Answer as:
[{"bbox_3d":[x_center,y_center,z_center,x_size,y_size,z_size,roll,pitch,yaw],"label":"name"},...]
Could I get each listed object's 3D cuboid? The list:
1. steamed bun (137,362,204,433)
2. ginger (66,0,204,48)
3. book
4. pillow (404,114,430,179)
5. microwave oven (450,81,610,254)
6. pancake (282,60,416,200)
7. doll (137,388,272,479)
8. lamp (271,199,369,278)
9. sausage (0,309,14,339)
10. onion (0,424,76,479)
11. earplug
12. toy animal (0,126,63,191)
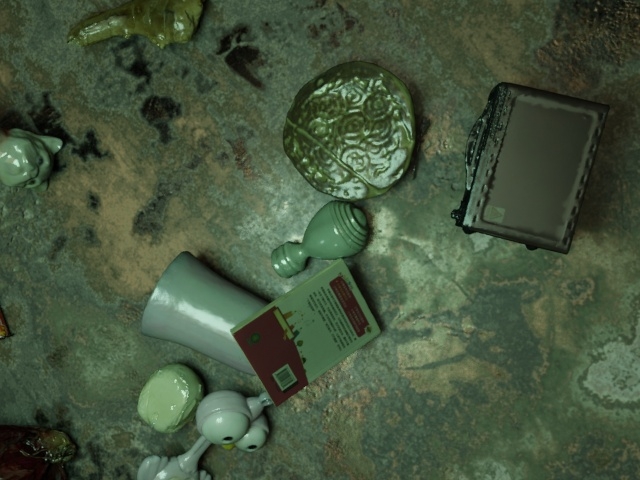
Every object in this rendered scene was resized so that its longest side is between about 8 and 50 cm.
[{"bbox_3d":[-0.280,0.294,1.206,0.112,0.091,0.130,35,98,17],"label":"steamed bun"},{"bbox_3d":[-0.320,-0.428,1.200,0.333,0.081,0.148,-11,85,11],"label":"ginger"},{"bbox_3d":[-0.020,0.157,1.091,0.231,0.022,0.162,-33,109,-16],"label":"book"},{"bbox_3d":[0.100,-0.194,1.140,0.185,0.043,0.118,21,99,11],"label":"pillow"},{"bbox_3d":[0.325,-0.114,1.028,0.188,0.178,0.248,14,94,11],"label":"microwave oven"},{"bbox_3d":[0.053,-0.195,1.118,0.250,0.031,0.250,0,91,20],"label":"pancake"},{"bbox_3d":[-0.222,0.395,1.178,0.365,0.094,0.160,-42,126,14],"label":"doll"},{"bbox_3d":[0.000,0.000,1.143,0.193,0.106,0.106,-29,86,21],"label":"lamp"},{"bbox_3d":[-0.684,0.139,1.309,0.050,0.048,0.145,-23,84,6],"label":"sausage"},{"bbox_3d":[-0.625,0.493,1.225,0.221,0.280,0.281,11,95,54],"label":"onion"},{"bbox_3d":[-0.152,0.162,1.152,0.301,0.172,0.172,27,96,3],"label":"earplug"},{"bbox_3d":[-0.665,-0.122,1.261,0.266,0.188,0.308,29,109,30],"label":"toy animal"}]
